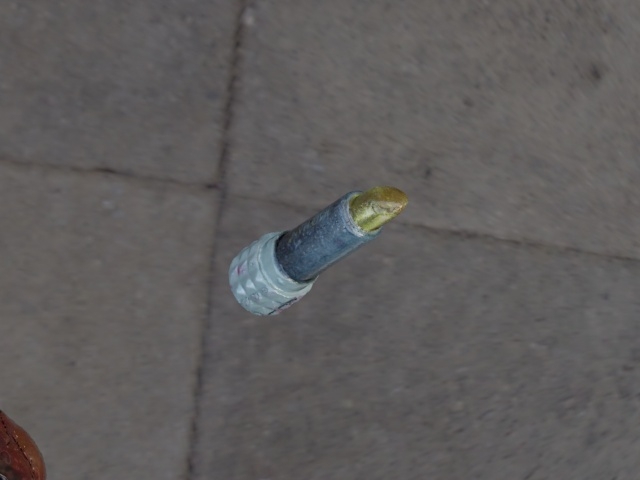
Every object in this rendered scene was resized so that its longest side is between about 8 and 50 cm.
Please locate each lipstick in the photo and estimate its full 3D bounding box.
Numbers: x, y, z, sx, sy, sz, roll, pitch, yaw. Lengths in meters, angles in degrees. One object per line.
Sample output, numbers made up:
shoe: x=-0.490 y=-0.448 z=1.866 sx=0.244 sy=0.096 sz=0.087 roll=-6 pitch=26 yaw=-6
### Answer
lipstick: x=0.000 y=0.000 z=0.822 sx=0.116 sy=0.037 sz=0.037 roll=-34 pitch=76 yaw=49

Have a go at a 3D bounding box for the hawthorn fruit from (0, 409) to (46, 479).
hawthorn fruit: x=-0.275 y=0.176 z=1.223 sx=0.172 sy=0.148 sz=0.148 roll=-13 pitch=83 yaw=47
